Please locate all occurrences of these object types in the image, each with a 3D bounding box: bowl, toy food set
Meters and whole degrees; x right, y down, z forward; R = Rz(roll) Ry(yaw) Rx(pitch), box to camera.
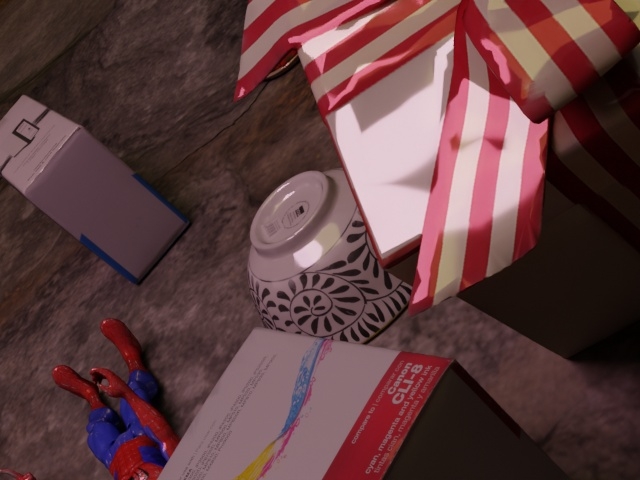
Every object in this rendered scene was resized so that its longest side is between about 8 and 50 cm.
[{"bbox_3d":[0.000,0.000,0.905,0.170,0.080,0.170,-31,33,23],"label":"bowl"},{"bbox_3d":[-0.043,-0.200,1.252,0.083,0.020,0.083,-2,51,50],"label":"toy food set"}]

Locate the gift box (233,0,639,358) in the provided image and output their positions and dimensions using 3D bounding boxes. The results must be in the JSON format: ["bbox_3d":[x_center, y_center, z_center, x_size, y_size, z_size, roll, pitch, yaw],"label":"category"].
[{"bbox_3d":[0.118,-0.086,0.638,0.276,0.258,0.255,-36,56,17],"label":"gift box"}]

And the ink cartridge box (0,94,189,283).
[{"bbox_3d":[-0.238,-0.055,1.191,0.086,0.148,0.203,-52,30,-7],"label":"ink cartridge box"}]

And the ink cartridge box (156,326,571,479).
[{"bbox_3d":[0.018,0.139,0.669,0.176,0.128,0.127,4,56,52],"label":"ink cartridge box"}]

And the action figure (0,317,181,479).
[{"bbox_3d":[-0.168,0.134,0.903,0.091,0.139,0.280,-46,33,2],"label":"action figure"}]
